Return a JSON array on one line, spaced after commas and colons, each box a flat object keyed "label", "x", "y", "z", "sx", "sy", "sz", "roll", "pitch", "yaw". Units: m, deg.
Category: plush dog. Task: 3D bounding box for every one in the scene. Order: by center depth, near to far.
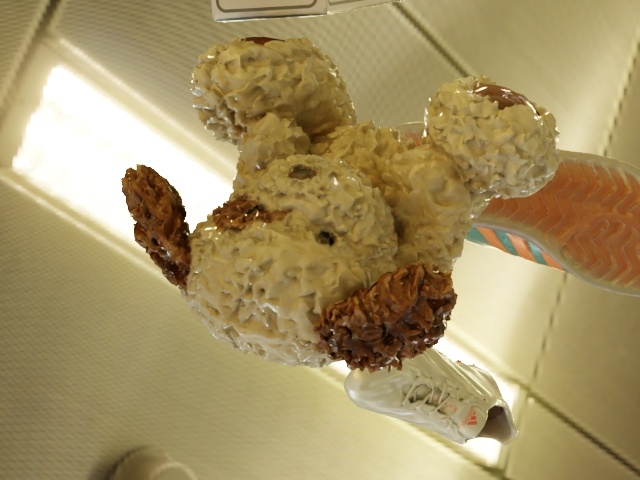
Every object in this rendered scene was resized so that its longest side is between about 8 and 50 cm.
[{"label": "plush dog", "x": 0.000, "y": 0.000, "z": 0.861, "sx": 0.225, "sy": 0.262, "sz": 0.210, "roll": -40, "pitch": -40, "yaw": -51}]

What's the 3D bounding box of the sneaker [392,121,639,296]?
[{"label": "sneaker", "x": 0.196, "y": -0.032, "z": 1.152, "sx": 0.121, "sy": 0.302, "sz": 0.108, "roll": -1, "pitch": -69, "yaw": -78}]

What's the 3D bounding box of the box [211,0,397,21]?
[{"label": "box", "x": -0.004, "y": -0.264, "z": 1.039, "sx": 0.290, "sy": 0.087, "sz": 0.169, "roll": -42, "pitch": -50, "yaw": -70}]

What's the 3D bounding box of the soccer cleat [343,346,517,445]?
[{"label": "soccer cleat", "x": 0.097, "y": 0.128, "z": 1.082, "sx": 0.196, "sy": 0.076, "sz": 0.068, "roll": 17, "pitch": -62, "yaw": -49}]
